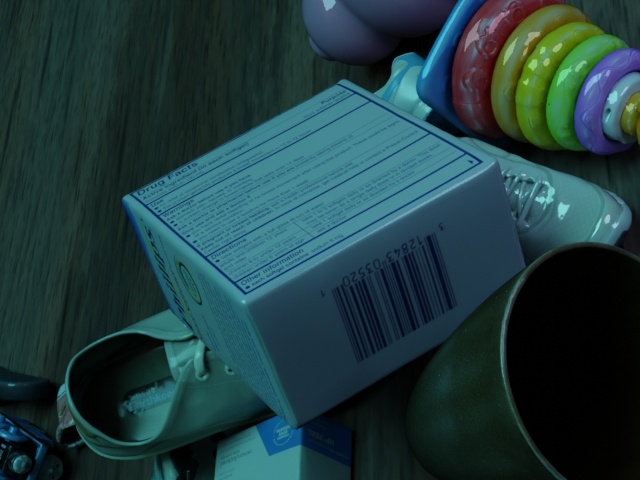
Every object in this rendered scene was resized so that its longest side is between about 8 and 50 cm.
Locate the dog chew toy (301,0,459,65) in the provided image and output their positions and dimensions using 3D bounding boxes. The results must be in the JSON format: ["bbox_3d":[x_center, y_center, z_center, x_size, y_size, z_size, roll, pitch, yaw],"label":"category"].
[{"bbox_3d":[0.100,-0.330,1.690,0.332,0.207,0.206,-44,36,32],"label":"dog chew toy"}]

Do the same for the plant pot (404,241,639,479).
[{"bbox_3d":[0.176,0.136,1.251,0.230,0.215,0.215,-31,41,56],"label":"plant pot"}]

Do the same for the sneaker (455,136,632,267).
[{"bbox_3d":[0.178,-0.040,1.435,0.292,0.118,0.110,23,81,54],"label":"sneaker"}]

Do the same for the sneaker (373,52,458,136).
[{"bbox_3d":[0.068,-0.100,1.601,0.228,0.087,0.092,-52,57,32],"label":"sneaker"}]

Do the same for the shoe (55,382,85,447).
[{"bbox_3d":[-0.278,0.199,1.872,0.178,0.063,0.081,-37,41,37],"label":"shoe"}]

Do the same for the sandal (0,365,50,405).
[{"bbox_3d":[-0.472,0.213,2.081,0.254,0.097,0.054,4,94,53],"label":"sandal"}]

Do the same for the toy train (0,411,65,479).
[{"bbox_3d":[-0.403,0.274,1.928,0.184,0.105,0.080,15,86,55],"label":"toy train"}]

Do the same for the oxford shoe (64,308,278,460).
[{"bbox_3d":[-0.074,0.106,1.530,0.449,0.130,0.169,-25,68,11],"label":"oxford shoe"}]

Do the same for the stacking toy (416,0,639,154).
[{"bbox_3d":[0.257,-0.140,1.404,0.302,0.175,0.165,31,91,44],"label":"stacking toy"}]

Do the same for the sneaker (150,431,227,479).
[{"bbox_3d":[-0.140,0.317,1.600,0.275,0.107,0.110,-96,30,-48],"label":"sneaker"}]

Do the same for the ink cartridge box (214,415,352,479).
[{"bbox_3d":[-0.043,0.299,1.483,0.134,0.078,0.231,-28,45,37],"label":"ink cartridge box"}]

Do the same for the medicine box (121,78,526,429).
[{"bbox_3d":[0.000,0.000,1.377,0.264,0.149,0.289,-29,31,-16],"label":"medicine box"}]
